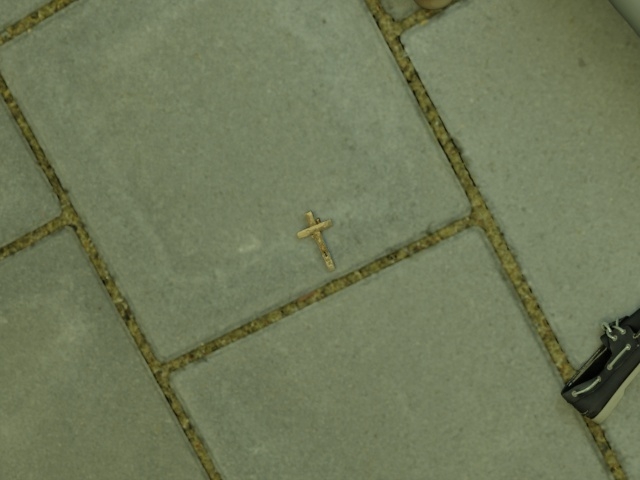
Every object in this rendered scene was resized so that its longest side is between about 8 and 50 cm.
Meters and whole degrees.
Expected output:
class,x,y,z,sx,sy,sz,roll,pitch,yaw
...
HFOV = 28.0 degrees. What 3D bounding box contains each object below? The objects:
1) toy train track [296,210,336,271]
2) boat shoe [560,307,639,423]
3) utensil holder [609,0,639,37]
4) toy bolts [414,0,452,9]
class,x,y,z,sx,sy,sz,roll,pitch,yaw
toy train track,0.000,0.000,1.663,0.048,0.014,0.083,-21,101,9
boat shoe,0.368,0.130,1.571,0.065,0.075,0.206,29,110,3
utensil holder,0.467,-0.286,1.299,0.328,0.327,0.385,-40,102,17
toy bolts,0.198,-0.379,1.509,0.229,0.158,0.218,6,61,22
